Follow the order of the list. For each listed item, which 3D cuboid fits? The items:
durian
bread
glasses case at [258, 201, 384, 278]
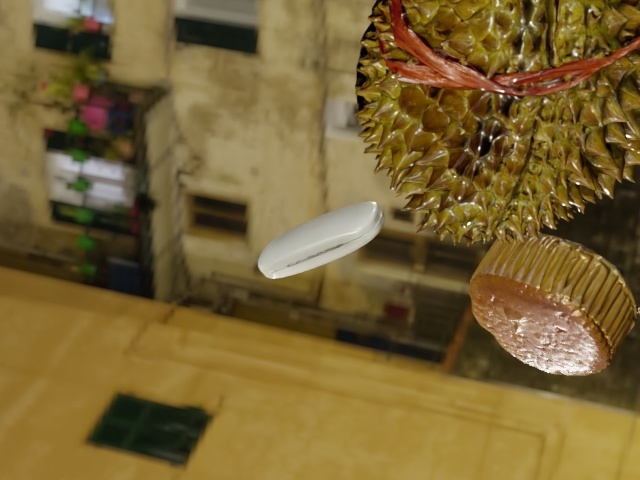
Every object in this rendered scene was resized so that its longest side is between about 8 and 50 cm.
[{"bbox_3d":[0.204,-0.181,1.459,0.347,0.348,0.384,-65,1,-39],"label":"durian"},{"bbox_3d":[0.274,0.080,1.752,0.104,0.199,0.199,-52,-28,-27],"label":"bread"},{"bbox_3d":[0.000,0.000,2.021,0.049,0.197,0.076,56,-152,-23],"label":"glasses case"}]
